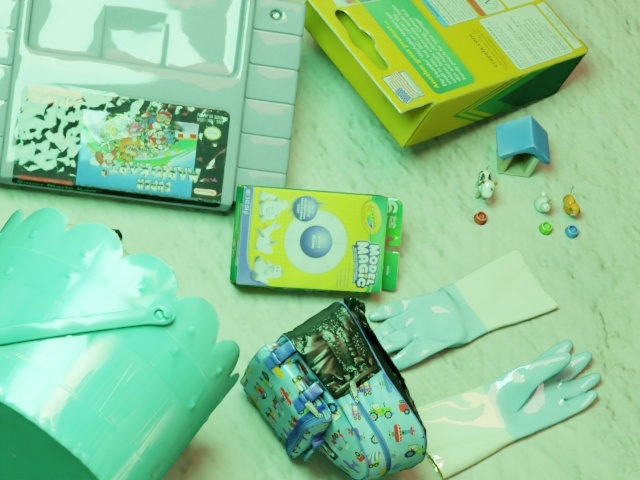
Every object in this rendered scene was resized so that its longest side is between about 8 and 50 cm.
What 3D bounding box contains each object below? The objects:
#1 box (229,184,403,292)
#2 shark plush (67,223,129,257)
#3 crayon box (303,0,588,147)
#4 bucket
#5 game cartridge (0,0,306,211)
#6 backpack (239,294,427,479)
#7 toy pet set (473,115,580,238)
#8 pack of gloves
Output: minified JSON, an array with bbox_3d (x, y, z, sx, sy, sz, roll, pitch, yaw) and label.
[{"bbox_3d":[0.000,0.000,1.845,0.179,0.043,0.105,3,94,-15],"label":"box"},{"bbox_3d":[-0.263,0.016,1.784,0.161,0.073,0.067,7,88,-17],"label":"shark plush"},{"bbox_3d":[0.121,-0.226,1.982,0.323,0.083,0.203,-21,66,-42],"label":"crayon box"},{"bbox_3d":[-0.229,0.124,1.602,0.281,0.281,0.183,32,61,5],"label":"bucket"},{"bbox_3d":[-0.200,-0.158,1.848,0.355,0.068,0.230,7,82,-11],"label":"game cartridge"},{"bbox_3d":[0.019,0.162,1.718,0.117,0.158,0.173,-32,83,-21],"label":"backpack"},{"bbox_3d":[0.234,-0.073,1.970,0.122,0.065,0.114,7,58,-12],"label":"toy pet set"},{"bbox_3d":[0.173,0.115,1.849,0.232,0.046,0.195,-22,68,-27],"label":"pack of gloves"}]
